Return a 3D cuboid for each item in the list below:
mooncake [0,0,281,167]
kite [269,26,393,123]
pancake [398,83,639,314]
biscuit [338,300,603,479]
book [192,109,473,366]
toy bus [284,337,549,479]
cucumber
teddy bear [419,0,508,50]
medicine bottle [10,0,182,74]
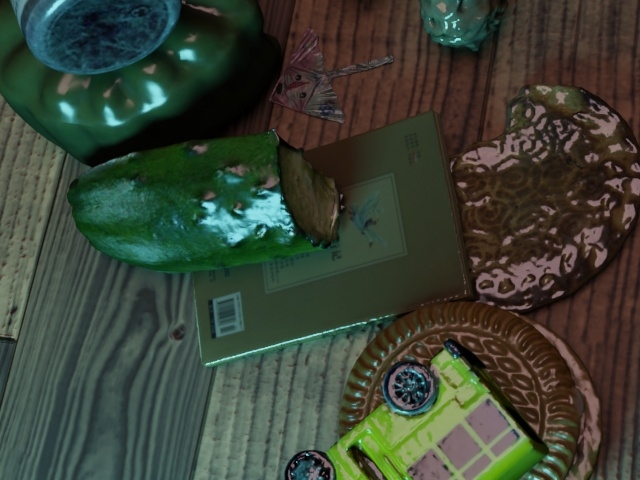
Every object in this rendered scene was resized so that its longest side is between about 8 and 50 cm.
[{"bbox_3d":[-0.228,-0.261,1.443,0.351,0.187,0.351,-4,73,14],"label":"mooncake"},{"bbox_3d":[0.009,-0.195,1.449,0.152,0.005,0.137,-22,68,6],"label":"kite"},{"bbox_3d":[0.192,-0.054,1.335,0.286,0.033,0.288,33,83,25],"label":"pancake"},{"bbox_3d":[0.148,0.182,1.237,0.259,0.079,0.259,-5,72,15],"label":"biscuit"},{"bbox_3d":[0.000,0.000,1.352,0.310,0.021,0.217,-16,67,19],"label":"book"},{"bbox_3d":[0.069,0.224,1.135,0.262,0.128,0.150,-42,69,6],"label":"toy bus"},{"bbox_3d":[-0.149,-0.029,1.348,0.325,0.145,0.105,-4,64,28],"label":"cucumber"},{"bbox_3d":[0.108,-0.436,1.424,0.367,0.224,0.357,28,82,38],"label":"teddy bear"},{"bbox_3d":[-0.259,-0.321,1.284,0.165,0.165,0.273,-27,67,5],"label":"medicine bottle"}]
